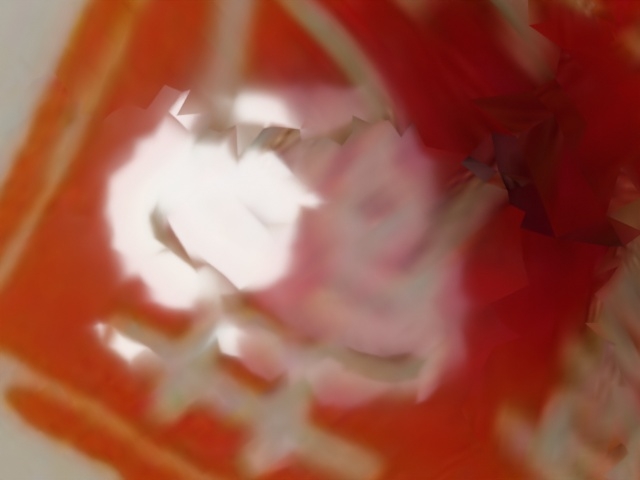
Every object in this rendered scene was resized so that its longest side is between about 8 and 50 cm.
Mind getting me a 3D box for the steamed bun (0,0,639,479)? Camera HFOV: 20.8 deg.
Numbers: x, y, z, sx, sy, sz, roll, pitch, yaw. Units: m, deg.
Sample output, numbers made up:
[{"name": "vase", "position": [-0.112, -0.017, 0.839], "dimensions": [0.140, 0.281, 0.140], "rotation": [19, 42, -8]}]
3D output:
[{"name": "steamed bun", "position": [0.000, 0.000, 0.506], "dimensions": [0.375, 0.241, 0.374], "rotation": [6, 73, -21]}]
